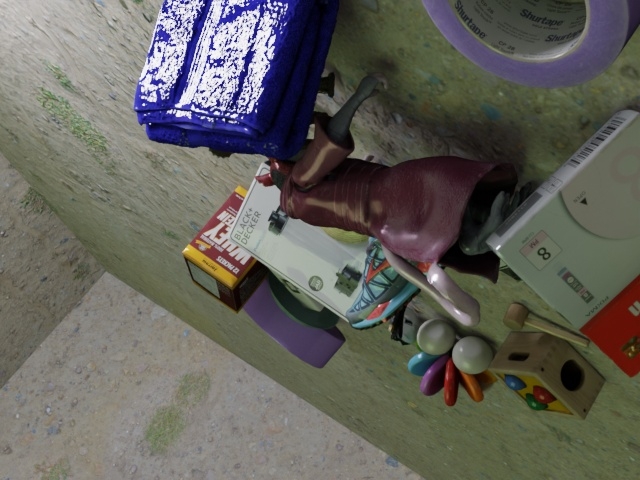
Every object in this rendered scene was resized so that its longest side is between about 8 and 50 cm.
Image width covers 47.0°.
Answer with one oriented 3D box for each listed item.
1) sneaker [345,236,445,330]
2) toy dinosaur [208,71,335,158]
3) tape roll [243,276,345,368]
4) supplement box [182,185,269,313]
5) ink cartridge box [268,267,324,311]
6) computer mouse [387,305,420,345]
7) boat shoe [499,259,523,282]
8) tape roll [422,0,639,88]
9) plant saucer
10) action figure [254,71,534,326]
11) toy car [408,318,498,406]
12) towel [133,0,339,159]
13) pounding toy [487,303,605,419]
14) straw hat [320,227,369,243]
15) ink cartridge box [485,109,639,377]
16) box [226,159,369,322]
[{"bbox_3d":[0.115,0.028,1.124,0.125,0.104,0.262,46,117,8],"label":"sneaker"},{"bbox_3d":[-0.073,-0.174,1.008,0.313,0.161,0.120,165,96,-67],"label":"toy dinosaur"},{"bbox_3d":[-0.071,0.186,1.778,0.275,0.090,0.275,40,-176,-3],"label":"tape roll"},{"bbox_3d":[-0.178,0.023,1.590,0.129,0.191,0.194,34,161,10],"label":"supplement box"},{"bbox_3d":[-0.038,0.051,1.541,0.060,0.104,0.180,10,146,51],"label":"ink cartridge box"},{"bbox_3d":[0.175,0.166,1.478,0.042,0.105,0.193,8,163,17],"label":"computer mouse"},{"bbox_3d":[0.290,0.013,0.946,0.070,0.077,0.219,40,168,-3],"label":"boat shoe"},{"bbox_3d":[0.177,-0.222,0.605,0.189,0.080,0.189,34,160,14],"label":"tape roll"},{"bbox_3d":[-0.045,0.131,1.639,0.195,0.195,0.037,39,117,-3],"label":"plant saucer"},{"bbox_3d":[0.068,-0.040,0.939,0.371,0.275,0.248,11,159,25],"label":"action figure"},{"bbox_3d":[0.252,0.252,1.441,0.182,0.136,0.159,25,157,31],"label":"toy car"},{"bbox_3d":[-0.120,-0.223,0.908,0.076,0.227,0.308,12,-178,-44],"label":"towel"},{"bbox_3d":[0.359,0.202,1.208,0.206,0.094,0.181,43,160,-14],"label":"pounding toy"},{"bbox_3d":[0.030,-0.053,1.146,0.145,0.061,0.144,7,108,22],"label":"straw hat"},{"bbox_3d":[0.314,0.015,0.739,0.232,0.189,0.066,43,-170,-7],"label":"ink cartridge box"},{"bbox_3d":[0.000,0.000,1.261,0.290,0.087,0.169,35,117,11],"label":"box"}]
